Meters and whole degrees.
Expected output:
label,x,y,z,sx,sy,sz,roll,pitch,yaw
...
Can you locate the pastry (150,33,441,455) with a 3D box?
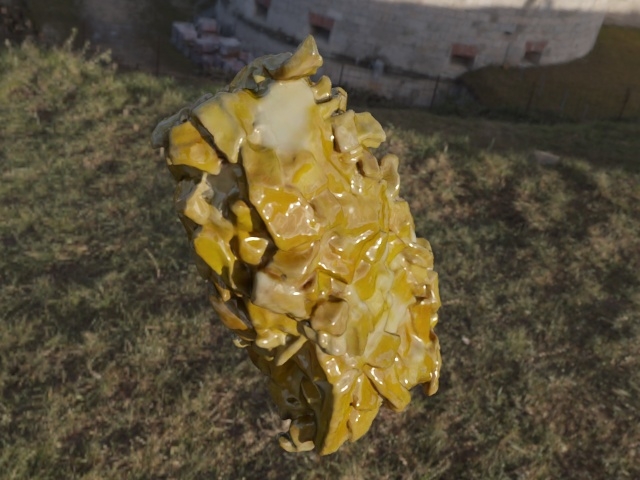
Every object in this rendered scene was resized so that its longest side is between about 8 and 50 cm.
label,x,y,z,sx,sy,sz,roll,pitch,yaw
pastry,0.000,0.000,0.417,0.102,0.249,0.154,11,40,40
